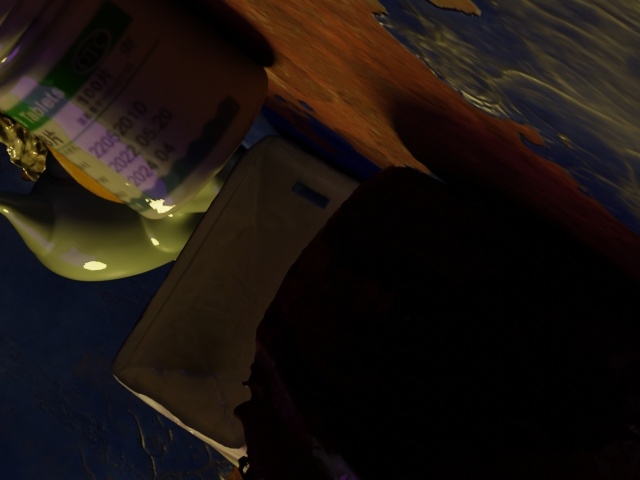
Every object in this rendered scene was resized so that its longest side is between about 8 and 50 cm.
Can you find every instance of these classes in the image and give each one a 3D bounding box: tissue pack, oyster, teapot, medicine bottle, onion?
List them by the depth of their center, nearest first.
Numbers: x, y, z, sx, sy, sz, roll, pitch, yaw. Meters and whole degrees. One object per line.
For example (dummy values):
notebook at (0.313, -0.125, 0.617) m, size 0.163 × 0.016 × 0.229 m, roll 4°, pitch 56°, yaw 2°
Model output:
onion at (0.110, 0.120, 1.189) m, size 0.314 × 0.280 × 0.146 m, roll 37°, pitch 159°, yaw -10°
medicine bottle at (-0.163, -0.131, 1.278) m, size 0.237 × 0.139 × 0.139 m, roll 37°, pitch 174°, yaw -19°
tissue pack at (-0.007, 0.091, 1.619) m, size 0.160 × 0.242 × 0.338 m, roll 30°, pitch 172°, yaw 24°
teapot at (-0.162, -0.052, 1.904) m, size 0.318 × 0.220 × 0.149 m, roll -5°, pitch 115°, yaw 26°
oyster at (-0.349, -0.169, 2.273) m, size 0.204 × 0.111 × 0.396 m, roll 53°, pitch -174°, yaw 36°

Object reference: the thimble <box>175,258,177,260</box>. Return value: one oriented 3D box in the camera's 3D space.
thimble at (-0.114, -0.008, 2.069) m, size 0.115 × 0.102 × 0.090 m, roll -9°, pitch -160°, yaw -29°

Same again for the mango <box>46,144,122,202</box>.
mango at (-0.167, -0.114, 1.529) m, size 0.176 × 0.119 × 0.317 m, roll 43°, pitch 170°, yaw 7°
